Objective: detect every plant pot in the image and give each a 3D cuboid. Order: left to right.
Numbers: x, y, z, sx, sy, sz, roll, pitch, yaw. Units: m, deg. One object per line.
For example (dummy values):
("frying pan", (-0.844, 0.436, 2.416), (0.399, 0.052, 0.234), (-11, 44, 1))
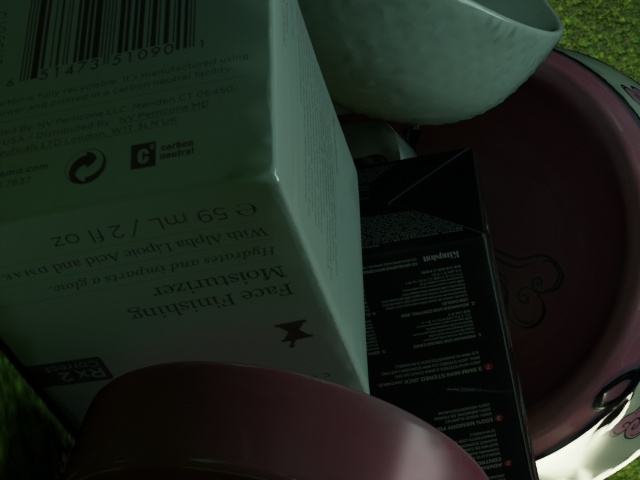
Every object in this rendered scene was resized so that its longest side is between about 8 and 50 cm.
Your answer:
("plant pot", (-0.033, 0.178, 0.572), (0.201, 0.201, 0.180), (70, 29, -50))

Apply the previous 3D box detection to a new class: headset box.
("headset box", (0.018, 0.110, 0.817), (0.110, 0.218, 0.293), (-85, 162, -59))

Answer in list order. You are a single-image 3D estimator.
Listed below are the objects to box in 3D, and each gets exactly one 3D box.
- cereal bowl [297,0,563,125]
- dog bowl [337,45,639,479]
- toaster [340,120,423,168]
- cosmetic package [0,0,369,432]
("cereal bowl", (-0.004, -0.189, 0.926), (0.141, 0.339, 0.339), (-56, -172, 21))
("dog bowl", (0.119, 0.014, 1.085), (0.150, 0.408, 0.408), (20, 60, -63))
("toaster", (0.000, 0.000, 0.983), (0.110, 0.168, 0.185), (38, 43, -75))
("cosmetic package", (-0.069, -0.018, 0.620), (0.183, 0.151, 0.151), (67, 16, -51))
